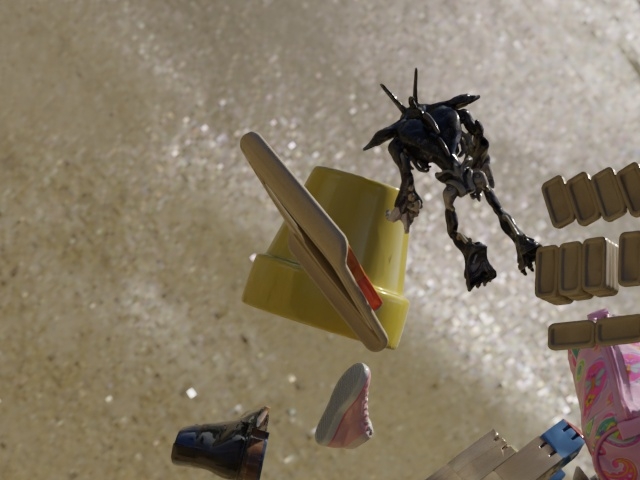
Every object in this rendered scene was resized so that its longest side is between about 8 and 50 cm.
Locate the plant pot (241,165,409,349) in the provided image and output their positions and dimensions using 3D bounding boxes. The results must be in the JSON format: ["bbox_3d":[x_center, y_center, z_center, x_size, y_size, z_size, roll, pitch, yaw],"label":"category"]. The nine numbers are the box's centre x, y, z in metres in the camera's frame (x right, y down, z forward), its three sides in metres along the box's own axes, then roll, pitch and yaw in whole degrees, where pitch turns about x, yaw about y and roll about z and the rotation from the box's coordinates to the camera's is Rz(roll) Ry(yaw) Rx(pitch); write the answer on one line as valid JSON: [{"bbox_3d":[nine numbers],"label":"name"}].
[{"bbox_3d":[0.031,0.020,2.162,0.254,0.254,0.239,18,89,-42],"label":"plant pot"}]

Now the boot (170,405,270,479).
[{"bbox_3d":[-0.117,0.232,1.667,0.106,0.082,0.219,12,3,-3],"label":"boot"}]

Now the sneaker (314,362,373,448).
[{"bbox_3d":[0.051,0.236,1.965,0.070,0.134,0.051,20,16,-26],"label":"sneaker"}]

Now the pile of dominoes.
[{"bbox_3d":[0.338,0.014,1.454,0.040,0.251,0.196,20,68,-45],"label":"pile of dominoes"}]

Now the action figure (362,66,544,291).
[{"bbox_3d":[0.154,-0.068,1.692,0.164,0.141,0.276,-22,67,-14],"label":"action figure"}]

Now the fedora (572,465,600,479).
[{"bbox_3d":[0.499,0.403,2.079,0.275,0.124,0.244,43,5,-38],"label":"fedora"}]

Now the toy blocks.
[{"bbox_3d":[0.245,0.391,2.061,0.261,0.381,0.191,-30,63,-30],"label":"toy blocks"}]

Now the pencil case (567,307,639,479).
[{"bbox_3d":[0.381,0.197,1.764,0.124,0.124,0.284,43,21,-16],"label":"pencil case"}]

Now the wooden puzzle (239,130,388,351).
[{"bbox_3d":[0.000,0.000,1.657,0.221,0.044,0.239,50,-10,34],"label":"wooden puzzle"}]
